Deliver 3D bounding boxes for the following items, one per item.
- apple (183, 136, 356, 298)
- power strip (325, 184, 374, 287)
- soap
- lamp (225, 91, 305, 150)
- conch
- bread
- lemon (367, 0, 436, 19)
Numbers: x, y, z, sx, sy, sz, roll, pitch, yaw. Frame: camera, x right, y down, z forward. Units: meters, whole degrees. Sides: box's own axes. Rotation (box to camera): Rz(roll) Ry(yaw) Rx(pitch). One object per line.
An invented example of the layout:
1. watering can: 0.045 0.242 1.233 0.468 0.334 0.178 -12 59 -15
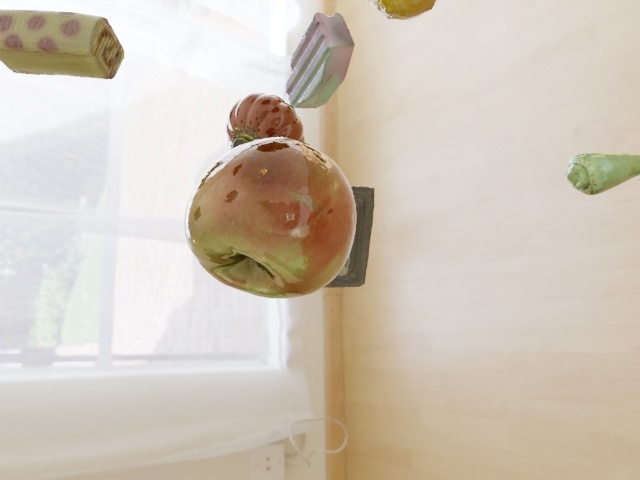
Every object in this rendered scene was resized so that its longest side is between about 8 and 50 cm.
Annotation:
1. apple: -0.085 -0.047 1.114 0.319 0.319 0.277 -26 38 52
2. power strip: 0.000 -0.001 1.360 0.092 0.257 0.251 -139 49 -72
3. soap: -0.010 -0.578 1.985 0.324 0.109 0.192 -43 61 54
4. lamp: -0.145 -0.279 1.555 0.223 0.196 0.223 20 136 21
5. conch: 0.524 -0.129 1.091 0.106 0.170 0.079 -122 28 -69
6. bread: -0.755 -0.563 1.688 0.187 0.338 0.155 79 -161 -67
7. lemon: 0.261 -0.805 1.841 0.288 0.234 0.233 42 120 54
